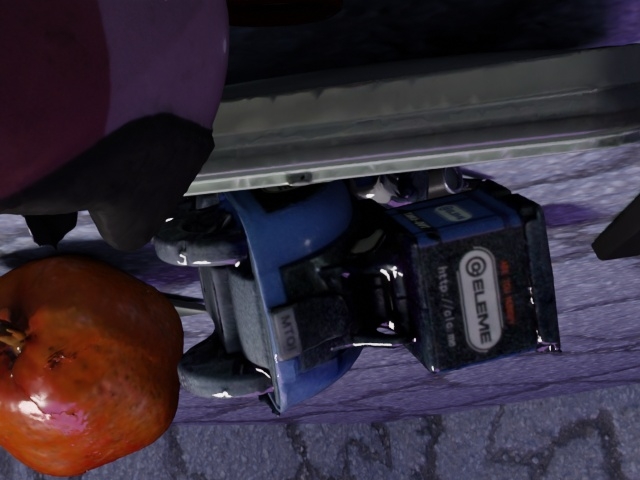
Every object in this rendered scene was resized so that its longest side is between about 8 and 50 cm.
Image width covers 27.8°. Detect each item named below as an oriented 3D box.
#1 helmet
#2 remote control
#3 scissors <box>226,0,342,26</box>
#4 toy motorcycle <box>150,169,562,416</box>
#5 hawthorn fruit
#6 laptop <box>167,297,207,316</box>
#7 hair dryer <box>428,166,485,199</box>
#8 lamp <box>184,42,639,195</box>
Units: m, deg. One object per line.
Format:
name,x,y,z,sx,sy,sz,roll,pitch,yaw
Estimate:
helmet,-0.130,-0.092,0.432,0.198,0.154,0.253,34,180,34
remote control,0.309,-0.016,1.222,0.063,0.025,0.245,-8,168,0
scissors,-0.121,-0.120,0.618,0.248,0.017,0.144,-6,167,13
toy motorcycle,0.000,0.000,0.805,0.213,0.125,0.358,-12,-164,-10
hawthorn fruit,-0.246,0.104,1.209,0.211,0.211,0.299,-8,157,16
laptop,-0.280,0.076,1.474,0.188,0.015,0.269,-11,166,32
hair dryer,0.105,-0.045,1.029,0.047,0.026,0.083,-12,173,41
lamp,0.025,-0.067,0.663,0.269,0.047,0.266,-6,-171,10
